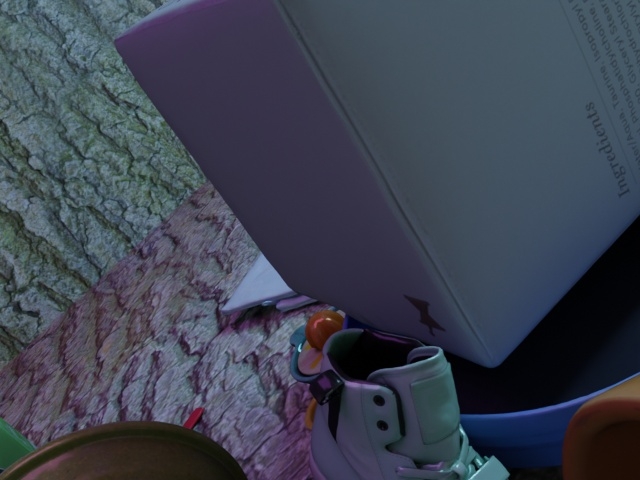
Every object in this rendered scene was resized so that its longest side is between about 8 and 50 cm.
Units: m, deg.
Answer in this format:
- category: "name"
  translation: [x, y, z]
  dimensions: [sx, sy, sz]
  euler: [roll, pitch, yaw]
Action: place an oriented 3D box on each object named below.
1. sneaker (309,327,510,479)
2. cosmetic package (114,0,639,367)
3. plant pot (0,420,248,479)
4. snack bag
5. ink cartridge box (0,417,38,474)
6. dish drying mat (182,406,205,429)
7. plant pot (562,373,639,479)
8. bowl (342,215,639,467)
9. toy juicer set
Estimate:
- category: "sneaker"
  translation: [0.086, 0.156, 0.496]
  dimensions: [0.256, 0.151, 0.094]
  euler: [29, 45, 35]
- category: "cosmetic package"
  translation: [0.105, -0.163, 0.692]
  dimensions: [0.394, 0.327, 0.329]
  euler: [-42, 25, -19]
- category: "plant pot"
  translation: [-0.141, 0.326, 0.596]
  dimensions: [0.276, 0.276, 0.254]
  euler: [-44, 31, -4]
- category: "snack bag"
  translation: [0.000, 0.000, 1.301]
  dimensions: [0.343, 0.037, 0.323]
  euler: [-20, 28, 46]
- category: "ink cartridge box"
  translation: [-0.333, 0.349, 0.846]
  dimensions: [0.198, 0.273, 0.115]
  euler: [-51, 23, -22]
- category: "dish drying mat"
  translation: [-0.199, 0.281, 1.130]
  dimensions: [0.032, 0.008, 0.083]
  euler: [-19, 31, 50]
- category: "plant pot"
  translation: [0.249, 0.127, 0.233]
  dimensions: [0.203, 0.290, 0.291]
  euler: [-28, 18, -9]
- category: "bowl"
  translation: [0.207, 0.035, 0.683]
  dimensions: [0.391, 0.077, 0.391]
  euler: [-27, 24, 13]
- category: "toy juicer set"
  translation: [0.048, 0.097, 0.923]
  dimensions: [0.209, 0.089, 0.329]
  euler: [-42, 19, 3]
